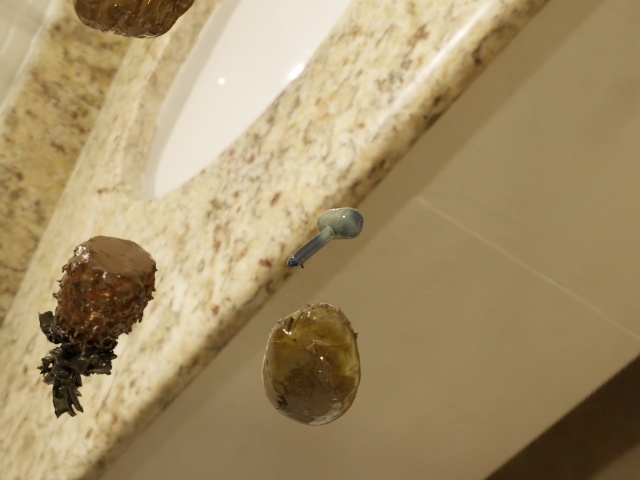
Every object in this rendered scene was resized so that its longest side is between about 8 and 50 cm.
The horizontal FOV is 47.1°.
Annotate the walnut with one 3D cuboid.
[{"bbox_3d":[-0.262,-0.409,1.073,0.244,0.198,0.198,-58,32,21],"label":"walnut"}]

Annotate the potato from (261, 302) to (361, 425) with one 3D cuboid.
[{"bbox_3d":[-0.016,0.235,1.372,0.141,0.192,0.296,-52,-19,-50],"label":"potato"}]

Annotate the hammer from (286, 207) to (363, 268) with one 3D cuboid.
[{"bbox_3d":[0.000,0.000,1.573,0.194,0.069,0.116,-40,19,-27],"label":"hammer"}]

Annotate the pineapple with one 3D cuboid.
[{"bbox_3d":[-0.374,0.138,1.169,0.170,0.141,0.309,38,114,22],"label":"pineapple"}]
